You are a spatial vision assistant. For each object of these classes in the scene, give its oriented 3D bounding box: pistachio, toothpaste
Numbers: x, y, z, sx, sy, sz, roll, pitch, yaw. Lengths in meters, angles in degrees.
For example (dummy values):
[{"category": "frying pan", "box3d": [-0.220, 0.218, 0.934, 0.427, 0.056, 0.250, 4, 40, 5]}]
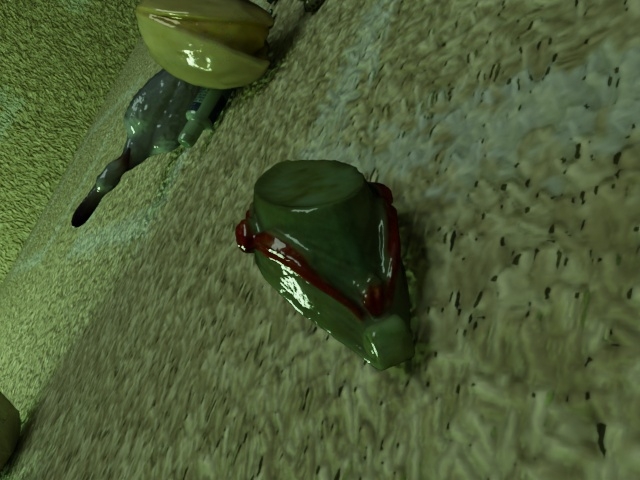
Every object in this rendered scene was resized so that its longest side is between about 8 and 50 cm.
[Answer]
[{"category": "pistachio", "box3d": [-0.139, -0.238, 0.792, 0.200, 0.145, 0.117, 35, 118, 42]}, {"category": "toothpaste", "box3d": [-0.123, -0.211, 0.877, 0.062, 0.037, 0.216, 1, 59, 52]}]

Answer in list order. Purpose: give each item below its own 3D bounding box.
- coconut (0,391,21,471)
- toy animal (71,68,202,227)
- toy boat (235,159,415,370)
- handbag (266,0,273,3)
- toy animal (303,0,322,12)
[{"category": "coconut", "box3d": [-0.480, 0.262, 0.891, 0.161, 0.162, 0.161, -19, 32, 13]}, {"category": "toy animal", "box3d": [-0.234, -0.167, 0.971, 0.195, 0.090, 0.324, -46, 18, 40]}, {"category": "toy boat", "box3d": [0.000, -0.001, 0.371, 0.089, 0.071, 0.185, -18, 23, -12]}, {"category": "handbag", "box3d": [-0.030, -0.441, 0.944, 0.144, 0.057, 0.221, -43, 29, 46]}, {"category": "toy animal", "box3d": [-0.031, -0.338, 0.765, 0.103, 0.101, 0.218, 5, 67, 61]}]
